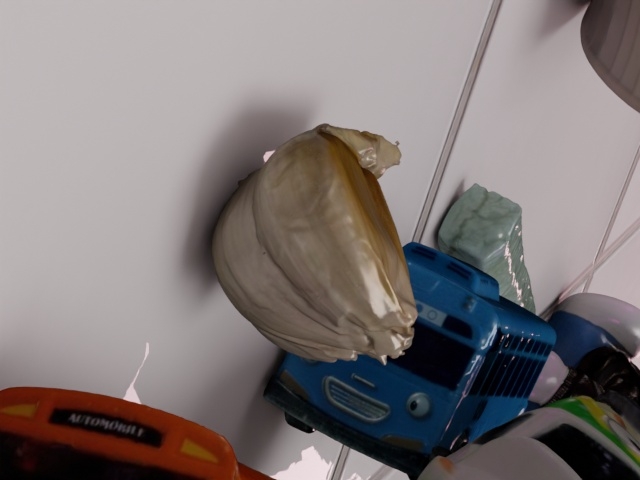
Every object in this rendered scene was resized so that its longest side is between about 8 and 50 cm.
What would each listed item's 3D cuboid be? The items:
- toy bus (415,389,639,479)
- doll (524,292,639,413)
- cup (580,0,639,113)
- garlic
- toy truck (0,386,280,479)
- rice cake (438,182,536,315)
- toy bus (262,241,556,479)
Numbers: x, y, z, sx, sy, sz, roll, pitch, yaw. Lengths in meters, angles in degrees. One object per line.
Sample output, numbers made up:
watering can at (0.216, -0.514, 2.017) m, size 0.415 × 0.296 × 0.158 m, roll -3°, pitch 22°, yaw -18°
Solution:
toy bus at (0.035, 0.198, 0.816) m, size 0.305 × 0.143 × 0.179 m, roll -38°, pitch 158°, yaw 12°
doll at (0.262, 0.208, 1.376) m, size 0.240 × 0.310 × 0.284 m, roll -52°, pitch 159°, yaw -28°
cup at (0.284, -0.207, 1.024) m, size 0.288 × 0.208 × 0.273 m, roll -40°, pitch 150°, yaw -50°
garlic at (-0.003, 0.004, 0.715) m, size 0.113 × 0.074 × 0.094 m, roll 64°, pitch 18°, yaw -76°
toy truck at (-0.065, 0.117, 0.633) m, size 0.253 × 0.107 × 0.114 m, roll 52°, pitch 51°, yaw -73°
rice cake at (0.101, 0.034, 1.112) m, size 0.045 × 0.042 × 0.245 m, roll -57°, pitch 162°, yaw -12°
toy bus at (0.049, 0.059, 0.919) m, size 0.106 × 0.090 × 0.184 m, roll -63°, pitch 164°, yaw 2°
